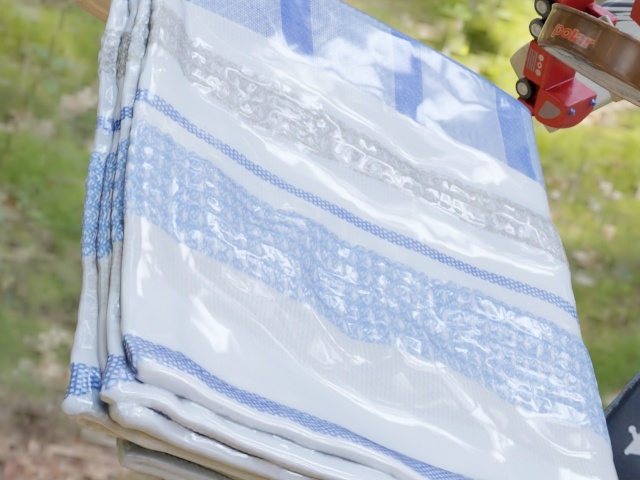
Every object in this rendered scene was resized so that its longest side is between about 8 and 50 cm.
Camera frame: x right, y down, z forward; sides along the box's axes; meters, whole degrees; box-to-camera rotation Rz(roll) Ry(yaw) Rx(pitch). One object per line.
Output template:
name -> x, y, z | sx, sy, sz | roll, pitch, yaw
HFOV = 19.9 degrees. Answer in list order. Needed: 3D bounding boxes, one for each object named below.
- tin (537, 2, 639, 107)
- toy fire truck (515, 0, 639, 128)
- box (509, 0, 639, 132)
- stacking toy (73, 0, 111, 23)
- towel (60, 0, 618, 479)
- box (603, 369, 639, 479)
tin -> 0.234, -0.127, 1.376 | 0.106, 0.040, 0.189 | 35, 9, 38
toy fire truck -> 0.243, -0.165, 1.572 | 0.047, 0.192, 0.135 | -23, 48, -34
box -> 0.339, -0.216, 1.868 | 0.275, 0.094, 0.113 | -28, -1, -6
stacking toy -> -0.086, -0.231, 0.976 | 0.141, 0.141, 0.330 | 8, 28, -13
towel -> 0.014, -0.003, 0.644 | 0.209, 0.034, 0.285 | 25, 34, -22
box -> 0.276, 0.069, 0.861 | 0.183, 0.296, 0.294 | 41, -4, 16
